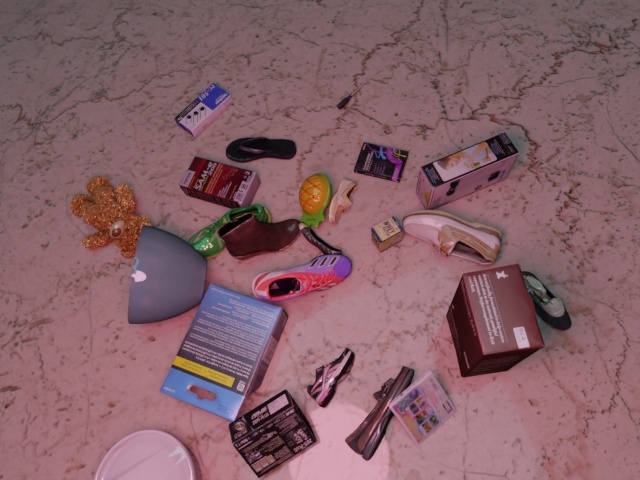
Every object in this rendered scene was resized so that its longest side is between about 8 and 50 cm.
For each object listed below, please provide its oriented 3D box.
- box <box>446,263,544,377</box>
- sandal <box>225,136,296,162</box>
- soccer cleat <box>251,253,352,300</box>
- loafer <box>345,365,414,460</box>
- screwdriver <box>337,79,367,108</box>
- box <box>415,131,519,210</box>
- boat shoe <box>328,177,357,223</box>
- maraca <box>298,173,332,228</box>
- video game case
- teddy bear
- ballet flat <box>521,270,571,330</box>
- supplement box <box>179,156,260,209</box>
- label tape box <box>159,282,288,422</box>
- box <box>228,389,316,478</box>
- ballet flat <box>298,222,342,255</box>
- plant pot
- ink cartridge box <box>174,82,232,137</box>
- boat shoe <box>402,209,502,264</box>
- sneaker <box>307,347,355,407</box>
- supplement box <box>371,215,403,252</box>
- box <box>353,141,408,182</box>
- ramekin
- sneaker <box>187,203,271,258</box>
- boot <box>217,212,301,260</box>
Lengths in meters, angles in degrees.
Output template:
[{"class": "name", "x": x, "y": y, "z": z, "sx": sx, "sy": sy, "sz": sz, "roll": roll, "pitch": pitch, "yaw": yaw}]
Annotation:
[{"class": "box", "x": 0.417, "y": 0.218, "z": 1.211, "sx": 0.143, "sy": 0.381, "sz": 0.191, "roll": -9, "pitch": 65, "yaw": 3}, {"class": "sandal", "x": -0.213, "y": -0.333, "z": 1.716, "sx": 0.255, "sy": 0.054, "sz": 0.097, "roll": -3, "pitch": 66, "yaw": 6}, {"class": "soccer cleat", "x": -0.037, "y": 0.115, "z": 1.415, "sx": 0.318, "sy": 0.116, "sz": 0.108, "roll": -11, "pitch": 101, "yaw": -22}, {"class": "loafer", "x": 0.159, "y": 0.448, "z": 1.302, "sx": 0.084, "sy": 0.096, "sz": 0.267, "roll": 25, "pitch": 74, "yaw": 24}, {"class": "screwdriver", "x": 0.121, "y": -0.544, "z": 1.787, "sx": 0.024, "sy": 0.025, "sz": 0.170, "roll": 37, "pitch": 76, "yaw": 20}, {"class": "box", "x": 0.452, "y": -0.210, "z": 1.520, "sx": 0.290, "sy": 0.169, "sz": 0.087, "roll": -22, "pitch": 68, "yaw": -5}, {"class": "boat shoe", "x": 0.075, "y": -0.128, "z": 1.584, "sx": 0.059, "sy": 0.063, "sz": 0.170, "roll": 13, "pitch": 67, "yaw": 19}, {"class": "maraca", "x": -0.019, "y": -0.129, "z": 1.577, "sx": 0.127, "sy": 0.099, "sz": 0.185, "roll": -3, "pitch": 77, "yaw": 46}, {"class": "video game case", "x": 0.270, "y": 0.440, "z": 1.274, "sx": 0.143, "sy": 0.019, "sz": 0.157, "roll": -37, "pitch": 111, "yaw": -10}, {"class": "teddy bear", "x": -0.721, "y": -0.088, "z": 1.639, "sx": 0.245, "sy": 0.113, "sz": 0.338, "roll": -31, "pitch": 66, "yaw": -5}, {"class": "ballet flat", "x": 0.636, "y": 0.166, "z": 1.380, "sx": 0.074, "sy": 0.074, "sz": 0.203, "roll": -32, "pitch": 67, "yaw": -8}, {"class": "supplement box", "x": -0.342, "y": -0.193, "z": 1.660, "sx": 0.240, "sy": 0.073, "sz": 0.130, "roll": 16, "pitch": 69, "yaw": 14}, {"class": "label tape box", "x": -0.271, "y": 0.322, "z": 1.401, "sx": 0.241, "sy": 0.106, "sz": 0.333, "roll": 17, "pitch": 69, "yaw": 14}, {"class": "box", "x": -0.125, "y": 0.505, "z": 1.272, "sx": 0.180, "sy": 0.147, "sz": 0.077, "roll": -31, "pitch": 26, "yaw": -6}, {"class": "ballet flat", "x": 0.000, "y": 0.000, "z": 1.533, "sx": 0.173, "sy": 0.057, "sz": 0.049, "roll": 42, "pitch": 111, "yaw": 11}, {"class": "plant pot", "x": -0.446, "y": 0.111, "z": 1.445, "sx": 0.196, "sy": 0.290, "sz": 0.290, "roll": 8, "pitch": 65, "yaw": -14}, {"class": "ink cartridge box", "x": -0.437, "y": -0.489, "z": 1.818, "sx": 0.097, "sy": 0.046, "sz": 0.207, "roll": 38, "pitch": 75, "yaw": 19}, {"class": "boat shoe", "x": 0.391, "y": -0.009, "z": 1.465, "sx": 0.302, "sy": 0.113, "sz": 0.103, "roll": 13, "pitch": 63, "yaw": 11}, {"class": "sneaker", "x": 0.025, "y": 0.372, "z": 1.365, "sx": 0.077, "sy": 0.072, "sz": 0.178, "roll": 27, "pitch": 66, "yaw": 29}, {"class": "supplement box", "x": 0.207, "y": -0.018, "z": 1.507, "sx": 0.083, "sy": 0.083, "sz": 0.056, "roll": -29, "pitch": 65, "yaw": -6}, {"class": "box", "x": 0.206, "y": -0.267, "z": 1.650, "sx": 0.162, "sy": 0.029, "sz": 0.116, "roll": 14, "pitch": 68, "yaw": 14}, {"class": "ramekin", "x": -0.440, "y": 0.641, "z": 1.267, "sx": 0.273, "sy": 0.127, "sz": 0.272, "roll": -3, "pitch": 66, "yaw": 6}, {"class": "sneaker", "x": -0.306, "y": -0.043, "z": 1.559, "sx": 0.296, "sy": 0.123, "sz": 0.109, "roll": -28, "pitch": 66, "yaw": -5}, {"class": "boot", "x": -0.178, "y": -0.028, "z": 1.490, "sx": 0.248, "sy": 0.207, "sz": 0.090, "roll": -27, "pitch": 66, "yaw": -6}]
